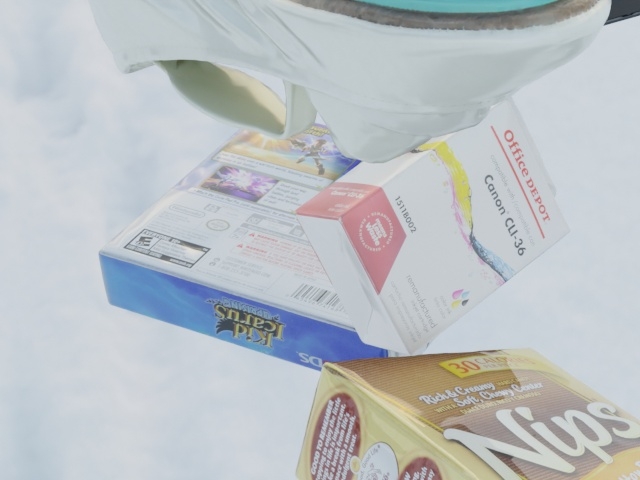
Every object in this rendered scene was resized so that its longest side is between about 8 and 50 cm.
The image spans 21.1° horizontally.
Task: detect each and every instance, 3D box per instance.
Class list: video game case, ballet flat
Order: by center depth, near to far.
[{"bbox_3d":[0.004,-0.114,0.963,0.139,0.139,0.400,-42,39,-25],"label":"ballet flat"},{"bbox_3d":[0.000,0.000,1.406,0.269,0.061,0.244,16,41,28],"label":"video game case"}]

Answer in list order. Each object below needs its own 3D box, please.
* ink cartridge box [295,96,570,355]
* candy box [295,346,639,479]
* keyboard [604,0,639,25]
[{"bbox_3d":[0.095,-0.024,1.206,0.198,0.115,0.067,-37,21,-23],"label":"ink cartridge box"},{"bbox_3d":[0.151,0.170,0.999,0.183,0.087,0.316,0,24,-38],"label":"candy box"},{"bbox_3d":[0.266,-0.247,1.156,0.317,0.201,0.033,-15,49,21],"label":"keyboard"}]
